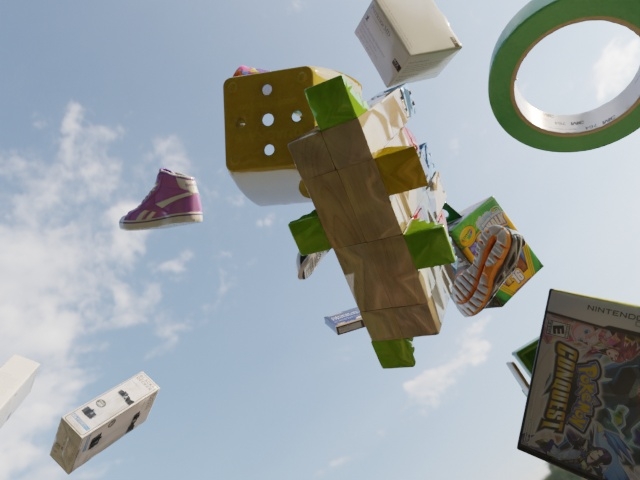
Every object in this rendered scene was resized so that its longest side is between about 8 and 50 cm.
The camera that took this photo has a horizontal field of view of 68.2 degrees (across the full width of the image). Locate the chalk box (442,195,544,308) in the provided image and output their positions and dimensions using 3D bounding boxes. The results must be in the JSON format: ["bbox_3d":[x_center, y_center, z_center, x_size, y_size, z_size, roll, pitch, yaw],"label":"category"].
[{"bbox_3d":[0.387,0.014,1.228,0.179,0.289,0.180,-35,1,-22],"label":"chalk box"}]

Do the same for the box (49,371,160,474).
[{"bbox_3d":[-0.635,0.535,1.416,0.169,0.087,0.290,-62,-17,22],"label":"box"}]

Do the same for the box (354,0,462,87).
[{"bbox_3d":[0.214,-0.495,1.163,0.182,0.181,0.119,-21,-13,-28],"label":"box"}]

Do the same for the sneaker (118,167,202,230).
[{"bbox_3d":[-0.442,-0.111,1.293,0.282,0.161,0.102,-8,1,24],"label":"sneaker"}]

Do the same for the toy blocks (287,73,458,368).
[{"bbox_3d":[0.104,-0.054,0.678,0.191,0.261,0.381,-13,-70,30],"label":"toy blocks"}]

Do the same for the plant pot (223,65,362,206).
[{"bbox_3d":[-0.050,-0.175,0.775,0.212,0.212,0.187,-3,-2,16],"label":"plant pot"}]

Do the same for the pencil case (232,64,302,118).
[{"bbox_3d":[-0.100,-0.355,1.155,0.236,0.104,0.104,18,-47,11],"label":"pencil case"}]

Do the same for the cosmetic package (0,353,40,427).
[{"bbox_3d":[-0.867,0.427,1.278,0.086,0.231,0.117,25,-72,-9],"label":"cosmetic package"}]

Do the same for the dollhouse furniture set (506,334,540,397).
[{"bbox_3d":[0.592,0.246,1.071,0.302,0.151,0.197,-31,-17,-1],"label":"dollhouse furniture set"}]

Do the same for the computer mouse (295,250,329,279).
[{"bbox_3d":[0.000,0.000,0.991,0.193,0.042,0.106,-49,-22,-26],"label":"computer mouse"}]

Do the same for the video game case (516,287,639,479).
[{"bbox_3d":[0.450,0.230,0.709,0.035,0.248,0.274,14,-92,-49],"label":"video game case"}]

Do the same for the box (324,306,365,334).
[{"bbox_3d":[0.095,0.280,1.683,0.137,0.225,0.036,-15,-87,-12],"label":"box"}]

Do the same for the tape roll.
[{"bbox_3d":[0.491,-0.321,0.905,0.321,0.077,0.321,12,-42,11],"label":"tape roll"}]

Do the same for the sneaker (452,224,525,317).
[{"bbox_3d":[0.339,0.069,0.943,0.083,0.084,0.214,0,-54,-30],"label":"sneaker"}]
